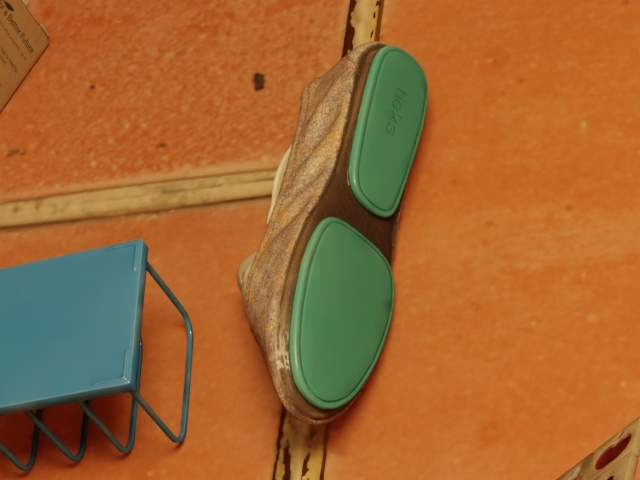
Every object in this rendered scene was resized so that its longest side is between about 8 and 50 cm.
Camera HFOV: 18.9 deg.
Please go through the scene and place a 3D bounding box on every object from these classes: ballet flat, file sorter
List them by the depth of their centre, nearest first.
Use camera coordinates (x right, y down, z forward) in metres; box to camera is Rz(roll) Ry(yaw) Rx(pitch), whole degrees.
[{"bbox_3d":[-0.186,0.090,1.347,0.170,0.104,0.118,-11,51,17],"label":"file sorter"},{"bbox_3d":[0.000,0.000,1.348,0.106,0.107,0.316,-17,42,39],"label":"ballet flat"}]

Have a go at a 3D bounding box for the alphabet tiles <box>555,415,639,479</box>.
[{"bbox_3d":[0.085,0.215,1.079,0.237,0.009,0.198,-43,8,30],"label":"alphabet tiles"}]

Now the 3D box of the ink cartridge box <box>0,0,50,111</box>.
[{"bbox_3d":[-0.343,-0.169,1.528,0.088,0.234,0.193,16,63,32],"label":"ink cartridge box"}]
